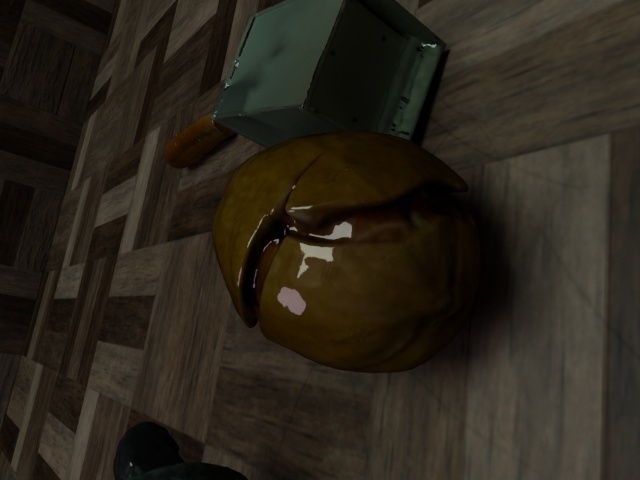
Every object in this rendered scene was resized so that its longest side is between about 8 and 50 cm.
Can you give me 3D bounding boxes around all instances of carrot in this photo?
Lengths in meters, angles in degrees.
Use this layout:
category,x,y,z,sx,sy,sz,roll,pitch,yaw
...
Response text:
category,x,y,z,sx,sy,sz,roll,pitch,yaw
carrot,-0.240,-0.192,1.016,0.225,0.067,0.067,-18,61,47

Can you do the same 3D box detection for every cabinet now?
category,x,y,z,sx,sy,sz,roll,pitch,yaw
cabinet,0.005,-0.174,0.596,0.206,0.150,0.144,14,82,55

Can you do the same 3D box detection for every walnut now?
category,x,y,z,sx,sy,sz,roll,pitch,yaw
walnut,0.000,0.000,0.494,0.336,0.209,0.208,19,91,63

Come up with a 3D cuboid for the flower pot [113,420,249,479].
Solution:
category,x,y,z,sx,sy,sz,roll,pitch,yaw
flower pot,-0.160,0.343,0.473,0.283,0.299,0.298,41,109,49
